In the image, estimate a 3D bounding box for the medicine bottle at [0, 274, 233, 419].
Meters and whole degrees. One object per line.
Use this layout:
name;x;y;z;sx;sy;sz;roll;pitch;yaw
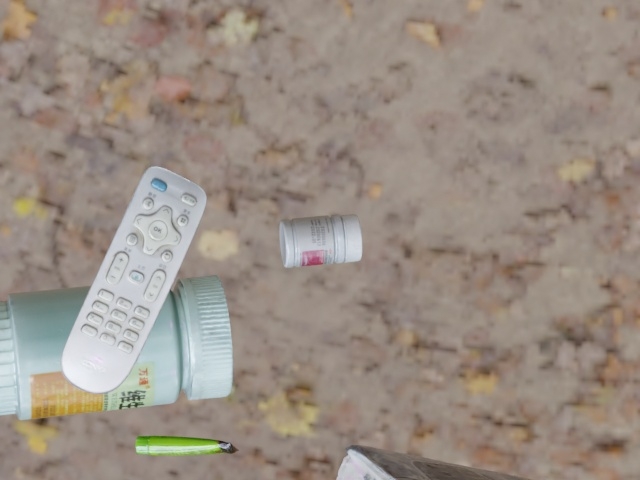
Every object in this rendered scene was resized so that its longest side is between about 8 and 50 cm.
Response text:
medicine bottle;-0.276;0.133;1.949;0.318;0.158;0.158;-4;141;-14

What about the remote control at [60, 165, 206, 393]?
remote control;-0.185;0.040;1.540;0.073;0.229;0.044;25;173;-18

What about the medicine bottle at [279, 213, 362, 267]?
medicine bottle;0.000;0.000;1.869;0.091;0.058;0.058;-5;139;-9

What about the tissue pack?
tissue pack;0.218;0.357;1.945;0.361;0.122;0.259;17;-178;-35

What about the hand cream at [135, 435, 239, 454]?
hand cream;-0.159;0.245;1.875;0.121;0.023;0.036;0;158;14
